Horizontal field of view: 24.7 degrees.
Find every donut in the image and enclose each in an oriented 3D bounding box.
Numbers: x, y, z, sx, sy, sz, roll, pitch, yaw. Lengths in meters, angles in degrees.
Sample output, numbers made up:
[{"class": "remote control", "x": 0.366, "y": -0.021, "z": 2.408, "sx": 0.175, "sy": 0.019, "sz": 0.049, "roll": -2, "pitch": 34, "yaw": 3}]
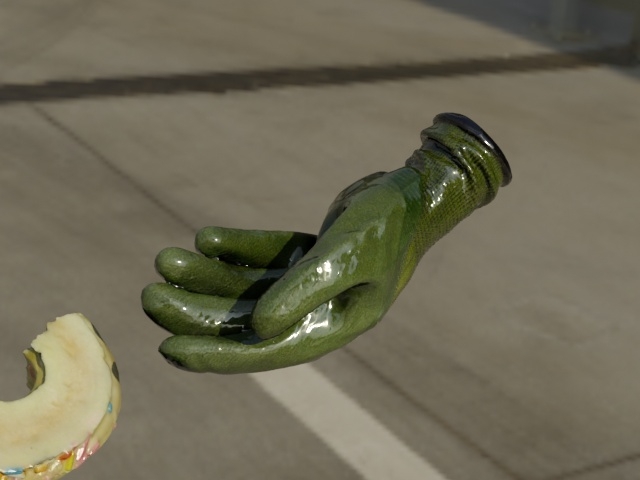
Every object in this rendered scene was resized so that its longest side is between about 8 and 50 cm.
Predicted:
[{"class": "donut", "x": -0.204, "y": 0.122, "z": 0.975, "sx": 0.166, "sy": 0.065, "sz": 0.108, "roll": -19, "pitch": 63, "yaw": -36}]

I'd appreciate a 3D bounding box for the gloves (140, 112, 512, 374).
[{"class": "gloves", "x": 0.010, "y": 0.010, "z": 0.968, "sx": 0.268, "sy": 0.107, "sz": 0.135, "roll": -27, "pitch": 8, "yaw": -15}]
